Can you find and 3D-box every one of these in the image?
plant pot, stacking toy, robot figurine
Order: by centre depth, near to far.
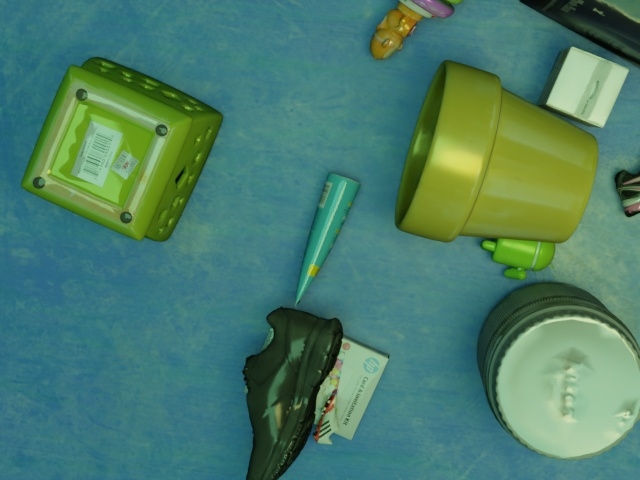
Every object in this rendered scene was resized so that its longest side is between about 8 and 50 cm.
[{"bbox_3d":[0.254,-0.106,1.663,0.239,0.254,0.254,15,96,-3],"label":"plant pot"},{"bbox_3d":[0.164,-0.388,1.702,0.166,0.175,0.302,33,108,-1],"label":"stacking toy"},{"bbox_3d":[-0.300,-0.131,1.722,0.227,0.207,0.228,25,98,1],"label":"plant pot"},{"bbox_3d":[0.300,0.008,1.758,0.115,0.067,0.101,13,85,3],"label":"robot figurine"}]

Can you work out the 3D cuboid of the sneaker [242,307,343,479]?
[{"bbox_3d":[-0.065,0.235,1.764,0.130,0.109,0.286,20,91,12],"label":"sneaker"}]

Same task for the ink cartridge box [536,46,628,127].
[{"bbox_3d":[0.379,-0.221,1.692,0.090,0.143,0.092,22,96,2],"label":"ink cartridge box"}]

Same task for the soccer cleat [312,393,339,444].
[{"bbox_3d":[0.015,0.275,1.790,0.036,0.029,0.083,18,102,-6],"label":"soccer cleat"}]

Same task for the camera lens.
[{"bbox_3d":[0.338,0.181,1.668,0.219,0.274,0.219,0,96,5],"label":"camera lens"}]

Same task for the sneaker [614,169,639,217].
[{"bbox_3d":[0.519,-0.107,1.732,0.178,0.072,0.077,-26,82,1],"label":"sneaker"}]

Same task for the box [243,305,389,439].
[{"bbox_3d":[-0.007,0.206,1.816,0.186,0.038,0.145,25,98,1],"label":"box"}]

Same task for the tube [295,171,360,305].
[{"bbox_3d":[0.000,0.000,1.780,0.052,0.080,0.207,22,93,7],"label":"tube"}]

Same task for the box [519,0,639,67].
[{"bbox_3d":[0.452,-0.348,1.597,0.294,0.296,0.182,29,96,2],"label":"box"}]
